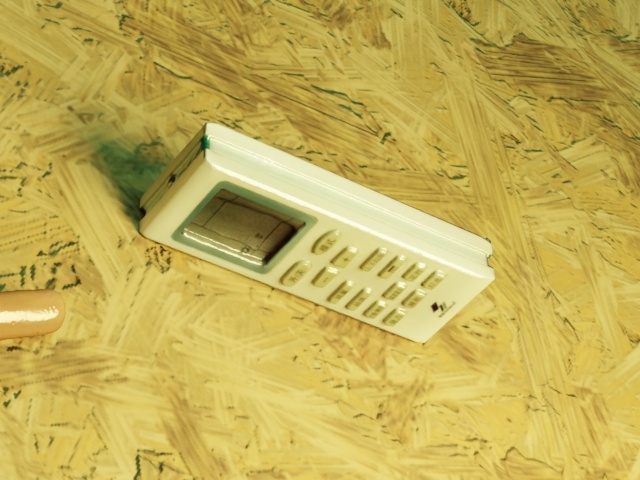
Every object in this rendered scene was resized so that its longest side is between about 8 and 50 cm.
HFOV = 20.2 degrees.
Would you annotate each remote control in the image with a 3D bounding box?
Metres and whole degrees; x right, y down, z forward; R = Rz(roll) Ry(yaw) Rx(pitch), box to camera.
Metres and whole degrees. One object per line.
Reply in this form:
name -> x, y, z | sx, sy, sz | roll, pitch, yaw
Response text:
remote control -> 0.000, 0.000, 1.444 | 0.277, 0.103, 0.056 | 22, 43, -27

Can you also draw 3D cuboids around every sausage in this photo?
sausage -> -0.214, 0.052, 1.250 | 0.083, 0.034, 0.034 | -3, 57, -46
